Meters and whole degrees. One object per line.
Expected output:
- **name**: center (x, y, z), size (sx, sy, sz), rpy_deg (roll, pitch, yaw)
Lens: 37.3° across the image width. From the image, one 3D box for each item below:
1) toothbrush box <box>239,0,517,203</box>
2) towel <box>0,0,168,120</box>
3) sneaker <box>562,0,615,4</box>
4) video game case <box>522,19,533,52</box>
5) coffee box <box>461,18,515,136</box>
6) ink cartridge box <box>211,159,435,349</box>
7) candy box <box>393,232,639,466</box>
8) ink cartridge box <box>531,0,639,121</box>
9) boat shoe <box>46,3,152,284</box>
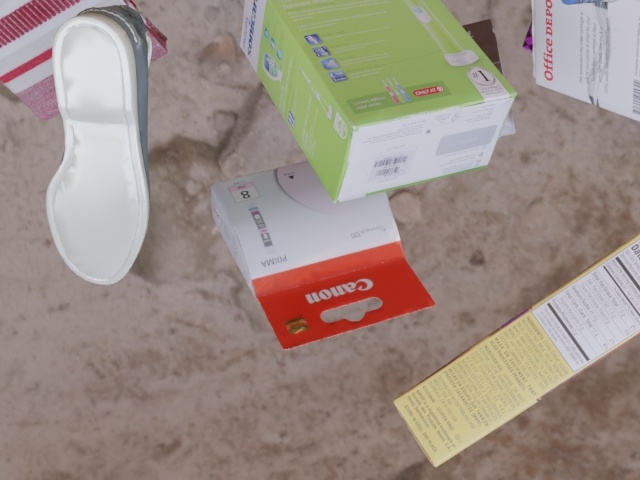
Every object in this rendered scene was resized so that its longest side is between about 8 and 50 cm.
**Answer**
- **toothbrush box**: center (0.056, -0.199, 1.097), size (0.206, 0.283, 0.122), rpy_deg (-15, 145, -23)
- **towel**: center (-0.388, -0.319, 1.248), size (0.237, 0.037, 0.329), rpy_deg (-23, 131, 21)
- **sneaker**: center (0.161, -0.215, 0.683), size (0.058, 0.135, 0.052), rpy_deg (-22, 142, -17)
- **video game case**: center (0.382, -0.370, 1.424), size (0.232, 0.041, 0.210), rpy_deg (-11, 125, -67)
- **coffee box**: center (0.274, -0.285, 1.759), size (0.141, 0.098, 0.246), rpy_deg (-11, 153, 12)
- **ink cartridge box**: center (0.000, 0.000, 1.071), size (0.189, 0.232, 0.066), rpy_deg (-15, 132, -18)
- **candy box**: center (0.144, 0.068, 0.613), size (0.186, 0.053, 0.109), rpy_deg (-35, 168, 11)
- **ink cartridge box**: center (0.384, -0.248, 1.162), size (0.100, 0.237, 0.172), rpy_deg (-38, 137, -26)
- **boat shoe**: center (-0.226, -0.099, 1.028), size (0.116, 0.099, 0.320), rpy_deg (12, 122, 7)
